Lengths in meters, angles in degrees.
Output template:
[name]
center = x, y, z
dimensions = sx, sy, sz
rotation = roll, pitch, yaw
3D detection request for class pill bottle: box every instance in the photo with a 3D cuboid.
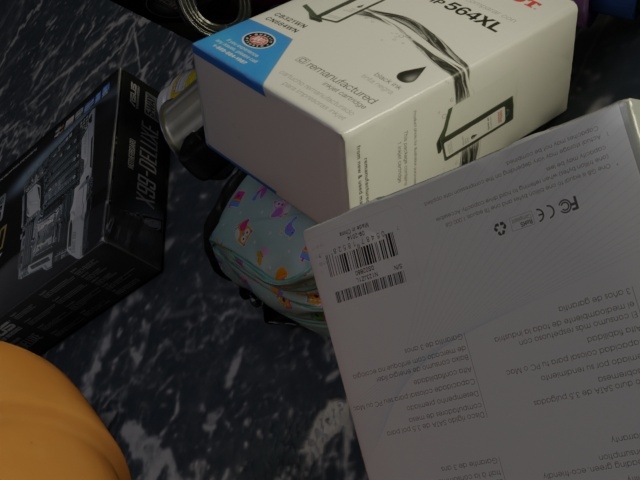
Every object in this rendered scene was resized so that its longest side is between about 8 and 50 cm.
[pill bottle]
center = -0.112, -0.142, 0.951
dimensions = 0.116, 0.065, 0.065
rotation = -4, 62, 48

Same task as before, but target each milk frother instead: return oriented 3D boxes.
[milk frother]
center = -0.082, -0.134, 0.754
dimensions = 0.134, 0.143, 0.129
rotation = -35, 5, 29

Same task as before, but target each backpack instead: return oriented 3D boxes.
[backpack]
center = 0.000, 0.000, 0.682
dimensions = 0.152, 0.115, 0.182
rotation = -56, 40, -1

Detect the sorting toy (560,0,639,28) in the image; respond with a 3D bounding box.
[sorting toy]
center = 0.265, -0.299, 0.626
dimensions = 0.126, 0.127, 0.366
rotation = 20, 82, 23

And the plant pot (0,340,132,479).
[plant pot]
center = -0.191, 0.221, 0.480
dimensions = 0.203, 0.291, 0.291
rotation = 34, 92, 37

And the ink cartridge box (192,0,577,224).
[ink cartridge box]
center = 0.044, -0.105, 0.619
dimensions = 0.203, 0.086, 0.148
rotation = -32, 47, -28

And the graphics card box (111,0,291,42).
[graphics card box]
center = -0.018, -0.276, 0.690
dimensions = 0.371, 0.232, 0.094
rotation = -19, 65, 36

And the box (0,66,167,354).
[box]
center = -0.295, -0.010, 1.059
dimensions = 0.307, 0.076, 0.242
rotation = -31, 45, 31

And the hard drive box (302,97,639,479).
[hard drive box]
center = 0.109, 0.077, 0.438
dimensions = 0.181, 0.089, 0.232
rotation = -21, 80, 39
